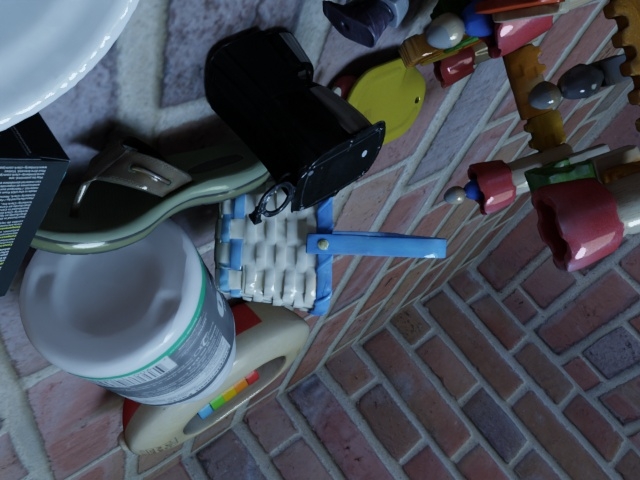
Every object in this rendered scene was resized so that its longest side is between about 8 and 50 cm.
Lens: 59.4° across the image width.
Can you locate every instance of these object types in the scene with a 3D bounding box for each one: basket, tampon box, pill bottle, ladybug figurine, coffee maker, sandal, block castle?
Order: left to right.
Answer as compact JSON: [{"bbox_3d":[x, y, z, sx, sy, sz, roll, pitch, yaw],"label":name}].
[{"bbox_3d":[-0.293,-0.042,0.433,0.161,0.120,0.101,-50,159,27],"label":"tampon box"},{"bbox_3d":[-0.187,-0.075,0.604,0.302,0.120,0.086,-28,136,-36],"label":"sandal"},{"bbox_3d":[-0.230,0.115,0.775,0.204,0.204,0.361,-35,161,-13],"label":"pill bottle"},{"bbox_3d":[-0.231,0.273,1.187,0.449,0.162,0.305,-32,159,-23],"label":"ladybug figurine"},{"bbox_3d":[-0.045,-0.132,0.605,0.171,0.178,0.120,-22,153,-47],"label":"coffee maker"},{"bbox_3d":[0.000,0.000,0.775,0.288,0.201,0.255,6,180,-12],"label":"basket"},{"bbox_3d":[0.237,-0.160,0.683,0.212,0.303,0.453,-19,-171,8],"label":"block castle"}]

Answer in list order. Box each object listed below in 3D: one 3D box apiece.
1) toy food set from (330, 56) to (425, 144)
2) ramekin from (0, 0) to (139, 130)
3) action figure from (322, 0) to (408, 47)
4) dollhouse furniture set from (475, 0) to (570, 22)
[{"bbox_3d":[0.063,-0.205,0.833,0.217,0.071,0.128,-29,134,-34],"label":"toy food set"},{"bbox_3d":[-0.222,-0.178,0.241,0.277,0.135,0.277,-35,161,-14],"label":"ramekin"},{"bbox_3d":[0.120,-0.338,0.593,0.285,0.099,0.185,-39,154,-13],"label":"action figure"},{"bbox_3d":[0.039,-0.209,0.343,0.259,0.262,0.135,-9,107,-23],"label":"dollhouse furniture set"}]
